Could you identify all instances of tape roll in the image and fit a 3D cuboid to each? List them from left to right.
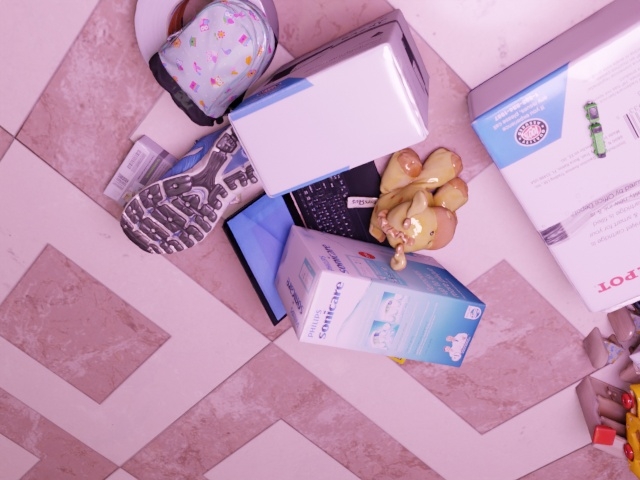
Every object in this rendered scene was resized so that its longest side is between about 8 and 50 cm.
[{"bbox_3d":[-0.180,-0.337,0.934,0.219,0.072,0.219,4,120,7],"label":"tape roll"}]

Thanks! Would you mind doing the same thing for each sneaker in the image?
[{"bbox_3d":[-0.201,-0.099,1.015,0.330,0.147,0.130,-35,109,6],"label":"sneaker"}]

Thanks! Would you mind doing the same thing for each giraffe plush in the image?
[{"bbox_3d":[0.157,-0.045,0.966,0.210,0.170,0.182,-16,116,3],"label":"giraffe plush"}]

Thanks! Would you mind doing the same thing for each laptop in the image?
[{"bbox_3d":[0.000,0.000,1.060,0.264,0.137,0.234,-15,117,18],"label":"laptop"}]

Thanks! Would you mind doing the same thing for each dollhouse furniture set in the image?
[{"bbox_3d":[0.612,0.275,1.099,0.212,0.161,0.242,23,121,-4],"label":"dollhouse furniture set"}]

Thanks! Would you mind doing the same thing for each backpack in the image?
[{"bbox_3d":[-0.150,-0.269,0.860,0.182,0.115,0.152,-36,106,23],"label":"backpack"}]

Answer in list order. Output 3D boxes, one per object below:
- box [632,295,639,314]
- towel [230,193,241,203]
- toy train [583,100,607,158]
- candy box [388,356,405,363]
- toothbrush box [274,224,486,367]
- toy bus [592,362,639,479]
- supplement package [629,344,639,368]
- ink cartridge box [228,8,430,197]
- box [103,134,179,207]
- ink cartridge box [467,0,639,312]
[{"bbox_3d":[0.612,0.046,0.939,0.232,0.183,0.059,-30,103,18],"label":"box"},{"bbox_3d":[-0.190,-0.095,1.082,0.083,0.009,0.060,-4,92,-13],"label":"towel"},{"bbox_3d":[0.372,-0.147,0.783,0.017,0.024,0.083,-16,114,19],"label":"toy train"},{"bbox_3d":[0.108,0.172,1.205,0.205,0.027,0.105,27,117,-7],"label":"candy box"},{"bbox_3d":[0.090,0.092,0.995,0.295,0.216,0.126,12,107,-18],"label":"toothbrush box"},{"bbox_3d":[0.597,0.332,1.010,0.202,0.104,0.191,37,98,-6],"label":"toy bus"},{"bbox_3d":[0.670,0.200,0.952,0.203,0.194,0.149,53,150,11],"label":"supplement package"},{"bbox_3d":[0.030,-0.208,0.836,0.223,0.307,0.129,-20,113,20],"label":"ink cartridge box"},{"bbox_3d":[-0.300,-0.089,1.118,0.186,0.038,0.145,37,119,-11],"label":"box"},{"bbox_3d":[0.450,-0.121,0.895,0.285,0.166,0.395,-29,110,24],"label":"ink cartridge box"}]
